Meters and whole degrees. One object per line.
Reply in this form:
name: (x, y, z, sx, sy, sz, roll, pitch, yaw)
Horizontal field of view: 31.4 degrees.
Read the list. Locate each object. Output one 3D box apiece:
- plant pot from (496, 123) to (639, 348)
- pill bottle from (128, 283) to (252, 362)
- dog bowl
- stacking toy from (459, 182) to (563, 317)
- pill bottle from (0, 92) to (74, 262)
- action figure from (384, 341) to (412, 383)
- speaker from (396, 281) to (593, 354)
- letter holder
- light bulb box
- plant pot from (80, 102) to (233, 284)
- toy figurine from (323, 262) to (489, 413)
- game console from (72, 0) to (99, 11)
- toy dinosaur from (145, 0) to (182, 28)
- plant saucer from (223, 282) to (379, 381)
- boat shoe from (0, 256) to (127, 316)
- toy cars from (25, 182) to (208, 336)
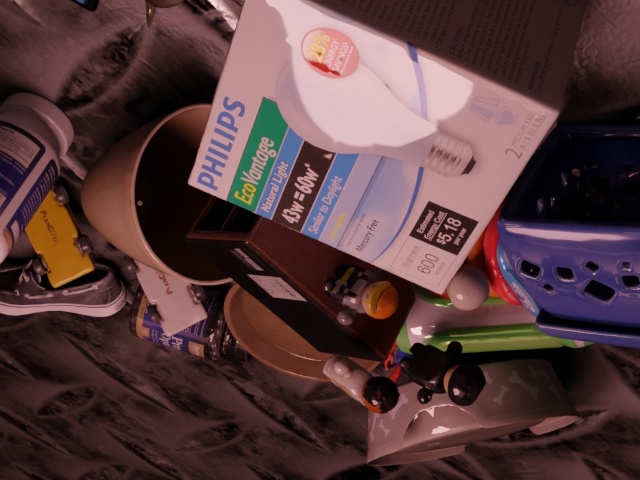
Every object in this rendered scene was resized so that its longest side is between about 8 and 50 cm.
plant pot: (0.378, 0.002, 1.406, 0.236, 0.236, 0.212, 5, 129, 31)
pill bottle: (-0.218, 0.141, 2.022, 0.219, 0.123, 0.123, 16, 143, 10)
dog bowl: (0.235, 0.279, 1.840, 0.349, 0.102, 0.349, -11, 163, -3)
stacking toy: (0.207, -0.002, 1.625, 0.302, 0.165, 0.175, 8, 150, 42)
pill bottle: (-0.495, -0.098, 1.754, 0.153, 0.264, 0.153, 15, 142, 12)
action figure: (0.155, 0.205, 1.900, 0.091, 0.139, 0.280, 17, 140, 8)
speaker: (0.262, 0.105, 1.689, 0.296, 0.131, 0.131, -5, 136, 18)
letter holder: (0.000, 0.000, 1.626, 0.152, 0.214, 0.302, 2, 146, 51)
light bulb box: (0.070, -0.178, 1.374, 0.361, 0.225, 0.358, 23, 138, -1)
plant pot: (-0.238, -0.068, 1.706, 0.274, 0.256, 0.256, 2, 142, 51)
toy figurine: (0.116, 0.126, 1.523, 0.148, 0.209, 0.213, 23, 113, 56)
game console: (-0.357, -0.353, 1.530, 0.122, 0.107, 0.071, 29, 115, -9)
toy dinosaur: (-0.221, -0.356, 1.412, 0.160, 0.121, 0.313, 28, 141, 16)
plant saucer: (-0.022, 0.132, 1.870, 0.278, 0.041, 0.278, 10, 137, 9)
boat shoe: (-0.511, 0.076, 2.111, 0.301, 0.108, 0.102, 5, 140, 19)
toy cars: (-0.359, 0.022, 1.950, 0.394, 0.176, 0.087, 24, -178, 0)
